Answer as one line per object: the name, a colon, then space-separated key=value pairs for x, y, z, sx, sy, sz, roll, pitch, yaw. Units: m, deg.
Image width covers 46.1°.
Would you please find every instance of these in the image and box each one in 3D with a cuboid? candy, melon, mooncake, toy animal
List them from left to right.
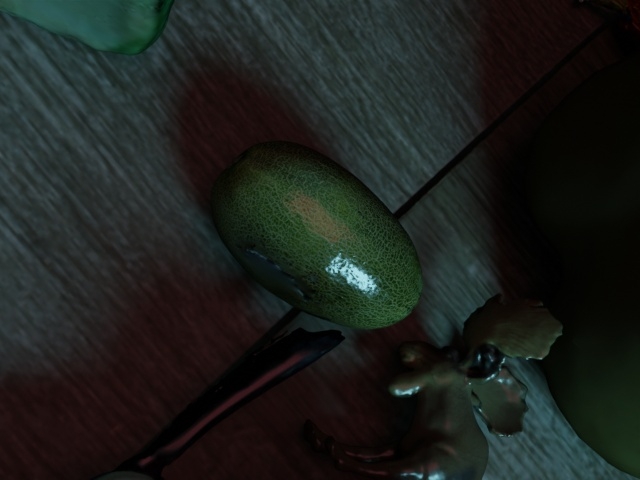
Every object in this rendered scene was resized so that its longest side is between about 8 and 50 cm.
melon: x=0.000 y=0.000 z=0.510 sx=0.162 sy=0.099 sz=0.099 roll=39 pitch=67 yaw=-11
toy animal: x=0.083 y=0.145 z=0.522 sx=0.186 sy=0.094 sz=0.214 roll=0 pitch=85 yaw=-17
candy: x=0.253 y=-0.237 z=0.698 sx=0.201 sy=0.060 sz=0.060 roll=28 pitch=69 yaw=-4
mooncake: x=0.393 y=0.013 z=0.571 sx=0.467 sy=0.262 sz=0.467 roll=7 pitch=73 yaw=-23

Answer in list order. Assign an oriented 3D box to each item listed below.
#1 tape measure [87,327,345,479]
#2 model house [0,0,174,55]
tape measure: x=-0.094 y=0.212 z=0.428 sx=0.351 sy=0.098 sz=0.215 roll=-26 pitch=86 yaw=-27
model house: x=-0.148 y=-0.314 z=0.414 sx=0.245 sy=0.312 sz=0.280 roll=20 pitch=73 yaw=-13
